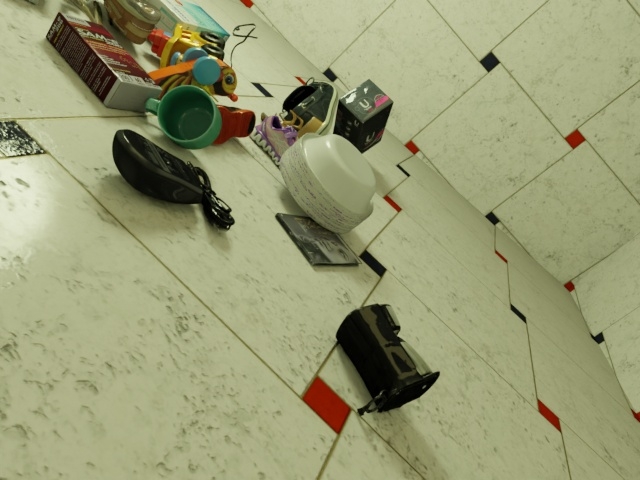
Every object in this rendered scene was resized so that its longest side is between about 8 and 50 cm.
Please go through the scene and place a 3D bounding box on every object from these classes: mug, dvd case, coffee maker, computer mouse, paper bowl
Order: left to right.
[{"bbox_3d":[-0.291,-0.111,1.037,0.272,0.072,0.188,33,18,-54],"label":"computer mouse"},{"bbox_3d":[-0.298,-0.281,1.243,0.157,0.129,0.097,51,-1,8],"label":"mug"},{"bbox_3d":[0.000,0.000,1.376,0.164,0.018,0.221,52,23,24],"label":"dvd case"},{"bbox_3d":[0.040,-0.170,1.485,0.284,0.148,0.284,39,30,-27],"label":"paper bowl"},{"bbox_3d":[0.108,0.213,1.022,0.171,0.120,0.178,13,35,-50],"label":"coffee maker"}]

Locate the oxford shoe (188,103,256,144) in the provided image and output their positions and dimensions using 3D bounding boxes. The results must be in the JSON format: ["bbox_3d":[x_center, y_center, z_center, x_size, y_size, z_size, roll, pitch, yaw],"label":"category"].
[{"bbox_3d":[-0.277,-0.308,1.428,0.098,0.096,0.271,21,16,19],"label":"oxford shoe"}]

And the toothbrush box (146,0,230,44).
[{"bbox_3d":[-0.462,-0.698,1.763,0.216,0.126,0.295,44,23,6],"label":"toothbrush box"}]

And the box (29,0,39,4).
[{"bbox_3d":[-0.689,-0.634,1.290,0.087,0.102,0.101,20,30,-41],"label":"box"}]

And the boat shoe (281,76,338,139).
[{"bbox_3d":[-0.046,-0.504,2.032,0.156,0.187,0.500,40,26,-20],"label":"boat shoe"}]

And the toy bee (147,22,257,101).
[{"bbox_3d":[-0.279,-0.409,1.413,0.195,0.298,0.162,-104,176,-45],"label":"toy bee"}]

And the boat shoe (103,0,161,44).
[{"bbox_3d":[-0.552,-0.643,1.530,0.123,0.116,0.324,9,30,-42],"label":"boat shoe"}]

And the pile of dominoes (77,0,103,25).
[{"bbox_3d":[-0.612,-0.663,1.425,0.251,0.040,0.196,61,-1,46],"label":"pile of dominoes"}]

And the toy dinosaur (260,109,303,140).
[{"bbox_3d":[-0.102,-0.356,1.794,0.211,0.112,0.064,42,7,15],"label":"toy dinosaur"}]

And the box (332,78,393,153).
[{"bbox_3d":[0.160,-0.470,2.162,0.143,0.165,0.270,48,-18,14],"label":"box"}]

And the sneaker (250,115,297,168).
[{"bbox_3d":[-0.099,-0.277,1.615,0.236,0.104,0.095,46,21,8],"label":"sneaker"}]

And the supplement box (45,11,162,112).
[{"bbox_3d":[-0.483,-0.395,1.230,0.239,0.073,0.130,46,22,13],"label":"supplement box"}]

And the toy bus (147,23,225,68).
[{"bbox_3d":[-0.389,-0.524,1.559,0.212,0.149,0.220,17,33,-22],"label":"toy bus"}]
